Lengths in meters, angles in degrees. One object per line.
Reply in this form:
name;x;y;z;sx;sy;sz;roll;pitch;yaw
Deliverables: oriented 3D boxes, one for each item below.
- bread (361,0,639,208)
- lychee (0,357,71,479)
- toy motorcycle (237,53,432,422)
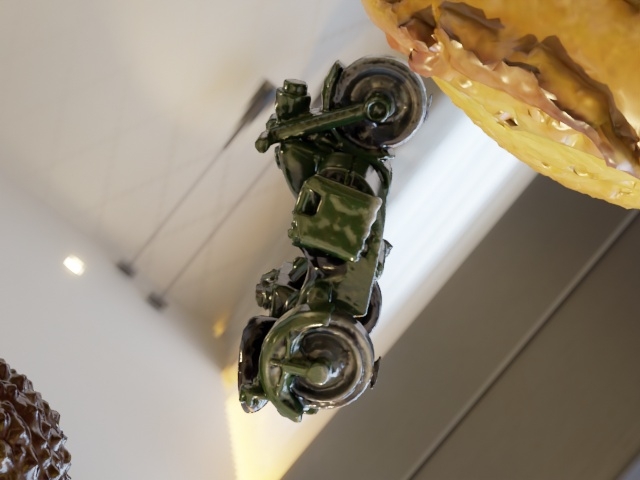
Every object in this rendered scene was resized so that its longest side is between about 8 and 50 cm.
bread;0.191;-0.191;0.750;0.398;0.398;0.215;43;180;27
lychee;-0.327;0.200;1.146;0.275;0.304;0.276;12;160;4
toy motorcycle;0.000;0.000;1.112;0.127;0.275;0.205;10;-164;3
